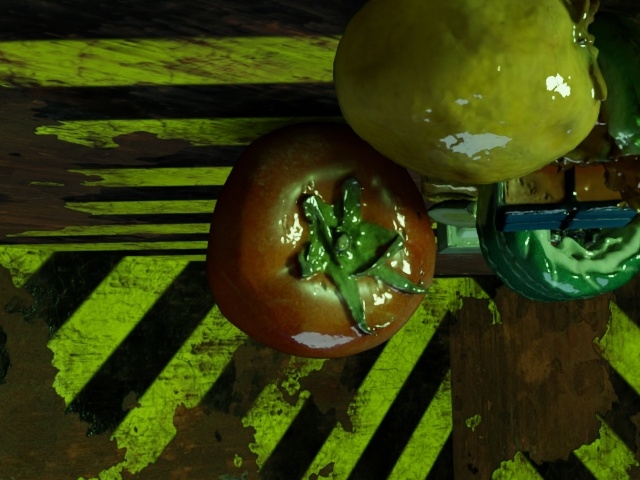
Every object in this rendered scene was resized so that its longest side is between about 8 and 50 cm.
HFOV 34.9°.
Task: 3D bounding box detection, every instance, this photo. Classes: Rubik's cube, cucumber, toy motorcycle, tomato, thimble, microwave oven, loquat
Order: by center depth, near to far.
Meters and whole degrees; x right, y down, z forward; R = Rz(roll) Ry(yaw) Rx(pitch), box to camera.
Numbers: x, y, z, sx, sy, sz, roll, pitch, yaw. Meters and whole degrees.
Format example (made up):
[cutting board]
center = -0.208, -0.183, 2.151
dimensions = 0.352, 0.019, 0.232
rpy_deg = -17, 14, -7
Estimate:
[loquat]
center = 0.129, -0.144, 0.900
dimensions = 0.238, 0.193, 0.238
rpy_deg = 1, 166, 0
[Rubik's cube]
center = 0.303, -0.110, 1.263
dimensions = 0.183, 0.180, 0.167
rpy_deg = -4, 172, 7
[tomato]
center = 0.000, 0.000, 1.477
dimensions = 0.342, 0.341, 0.273
rpy_deg = 0, 179, -12
[thimble]
center = 0.385, -0.040, 1.534
dimensions = 0.288, 0.254, 0.167
rpy_deg = -14, 177, -14
[cucumber]
center = 0.221, -0.050, 1.660
dimensions = 0.067, 0.035, 0.107
rpy_deg = 34, 161, -35
[microwave oven]
center = 0.349, -0.040, 2.075
dimensions = 0.208, 0.122, 0.162
rpy_deg = -1, 173, -2
[toy motorcycle]
center = 0.595, -0.024, 2.281
dimensions = 0.187, 0.124, 0.275
rpy_deg = 9, 172, -7

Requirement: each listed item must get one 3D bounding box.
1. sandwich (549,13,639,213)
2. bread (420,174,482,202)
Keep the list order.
[sandwich]
center = 0.294, -0.155, 1.052
dimensions = 0.301, 0.250, 0.162
rpy_deg = 5, 133, 28
[bread]
center = 0.219, -0.106, 1.674
dimensions = 0.114, 0.083, 0.211
rpy_deg = 4, 174, 5
